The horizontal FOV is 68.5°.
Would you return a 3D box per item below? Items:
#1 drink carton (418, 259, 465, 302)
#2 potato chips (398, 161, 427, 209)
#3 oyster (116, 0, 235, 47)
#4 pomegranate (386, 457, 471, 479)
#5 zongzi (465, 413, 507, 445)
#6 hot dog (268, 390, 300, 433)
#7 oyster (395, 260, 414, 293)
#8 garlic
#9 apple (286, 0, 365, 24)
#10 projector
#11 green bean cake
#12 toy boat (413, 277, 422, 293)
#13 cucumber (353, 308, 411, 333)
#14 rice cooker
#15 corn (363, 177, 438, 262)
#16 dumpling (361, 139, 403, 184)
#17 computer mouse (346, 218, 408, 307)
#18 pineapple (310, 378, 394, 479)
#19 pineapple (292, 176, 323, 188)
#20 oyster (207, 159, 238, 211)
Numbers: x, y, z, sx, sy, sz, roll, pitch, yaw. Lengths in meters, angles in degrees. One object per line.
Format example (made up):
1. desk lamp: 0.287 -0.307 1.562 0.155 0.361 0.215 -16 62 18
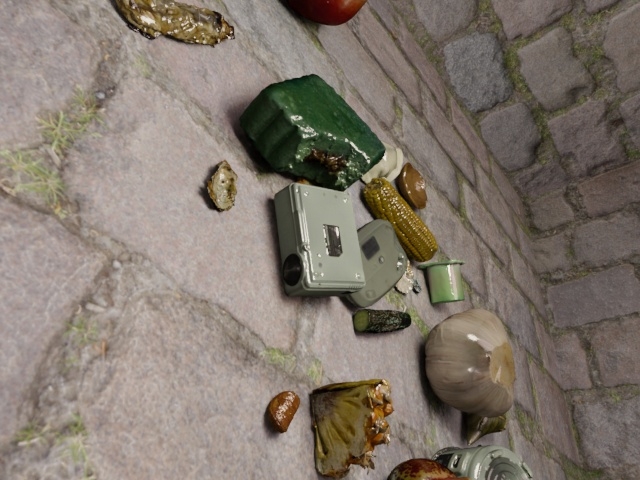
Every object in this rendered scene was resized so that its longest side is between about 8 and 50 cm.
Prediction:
1. drink carton: 0.443 0.149 1.663 0.144 0.146 0.142 8 72 -52
2. potato chips: 0.350 -0.208 1.818 0.195 0.062 0.208 61 31 -17
3. oyster: -0.310 -0.515 1.075 0.345 0.079 0.128 -17 76 -54
4. pomegranate: 0.247 0.570 1.015 0.215 0.247 0.214 16 39 -14
5. zongzi: 0.545 0.623 1.542 0.205 0.094 0.204 50 40 -24
6. hot dog: -0.071 0.328 0.903 0.058 0.035 0.083 57 34 -14
7. oyster: 0.262 0.102 1.511 0.122 0.045 0.145 -42 112 -59
8. garlic: 0.442 0.371 1.418 0.318 0.260 0.316 1 87 -34
9. apple: 0.007 -0.891 1.569 0.365 0.296 0.328 -41 131 -59
10. projector: 0.000 0.000 1.110 0.192 0.099 0.256 5 69 -38
11. green bean cake: -0.017 -0.255 1.194 0.300 0.169 0.308 49 34 -1
12. toy boat: 0.317 0.143 1.572 0.083 0.038 0.038 52 35 -22
13. cucumber: 0.193 0.226 1.319 0.294 0.068 0.067 13 60 -52
14. rice cooker: 0.398 0.647 1.196 0.241 0.227 0.280 43 50 -4
15. corn: 0.269 -0.060 1.561 0.363 0.121 0.120 48 37 -23
16. dumpling: 0.190 -0.257 1.588 0.216 0.126 0.166 -13 108 -66
17. computer mouse: 0.140 0.061 1.325 0.331 0.095 0.197 -32 95 -48
18. pineapple: 0.061 0.369 0.971 0.115 0.186 0.236 15 102 -54
19. pineapple: 0.001 -0.095 1.265 0.221 0.047 0.221 33 44 -39
20. oyster: -0.206 -0.118 1.001 0.086 0.029 0.132 58 30 -23
